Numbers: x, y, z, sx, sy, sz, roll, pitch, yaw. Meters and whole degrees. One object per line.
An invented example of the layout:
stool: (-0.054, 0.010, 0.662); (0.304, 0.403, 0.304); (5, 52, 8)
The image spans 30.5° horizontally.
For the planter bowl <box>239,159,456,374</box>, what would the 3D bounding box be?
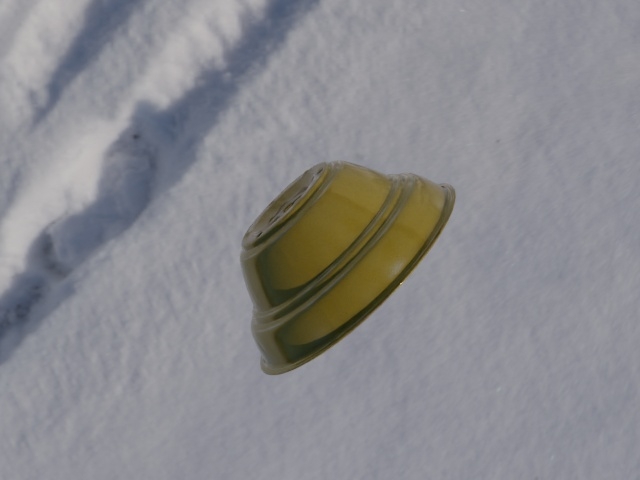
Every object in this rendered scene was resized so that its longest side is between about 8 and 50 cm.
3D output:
planter bowl: (0.000, 0.000, 0.956); (0.217, 0.217, 0.090); (-39, 104, 22)
